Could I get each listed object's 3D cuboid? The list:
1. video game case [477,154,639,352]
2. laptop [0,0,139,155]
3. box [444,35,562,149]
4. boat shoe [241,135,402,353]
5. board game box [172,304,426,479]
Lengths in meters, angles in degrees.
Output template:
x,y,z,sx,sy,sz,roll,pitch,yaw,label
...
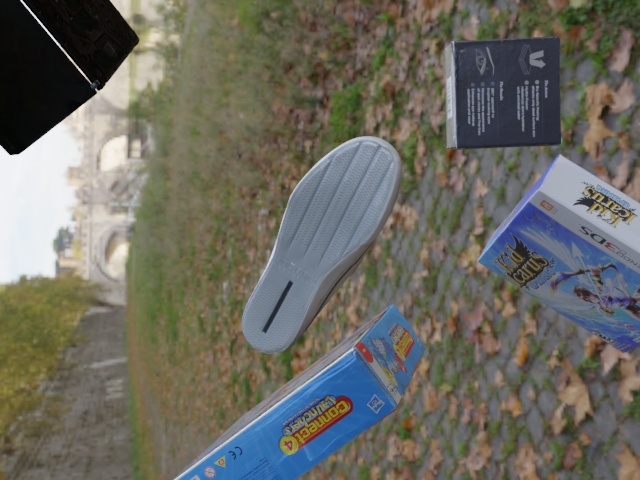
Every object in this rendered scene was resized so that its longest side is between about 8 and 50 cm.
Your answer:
x,y,z,sx,sy,sz,roll,pitch,yaw,label
0.350,0.031,0.999,0.061,0.244,0.269,-53,-8,-19,video game case
-0.426,-0.302,1.133,0.234,0.136,0.264,53,-148,-29,laptop
0.269,-0.215,1.158,0.093,0.158,0.156,-80,-12,-84,box
0.000,0.000,0.713,0.226,0.083,0.076,-54,-8,19,boat shoe
-0.017,0.231,1.052,0.086,0.308,0.302,53,-165,5,board game box
